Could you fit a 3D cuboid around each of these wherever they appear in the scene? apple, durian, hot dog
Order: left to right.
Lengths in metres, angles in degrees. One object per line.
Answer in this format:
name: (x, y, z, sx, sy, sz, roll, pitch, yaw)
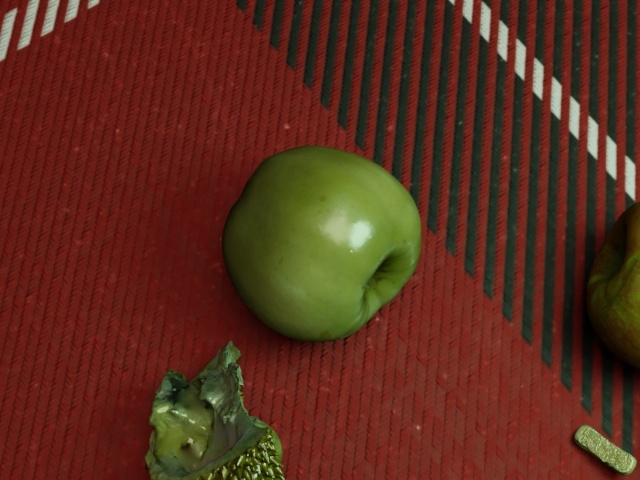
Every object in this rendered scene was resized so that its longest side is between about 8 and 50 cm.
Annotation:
durian: (-0.133, 0.234, 1.445, 0.172, 0.306, 0.167, 0, 112, -7)
apple: (0.000, 0.000, 1.530, 0.262, 0.262, 0.262, 2, 68, -5)
hot dog: (0.386, 0.286, 1.570, 0.090, 0.034, 0.030, 35, 79, 28)
apple: (0.487, 0.065, 1.559, 0.226, 0.246, 0.246, 23, 68, -4)
